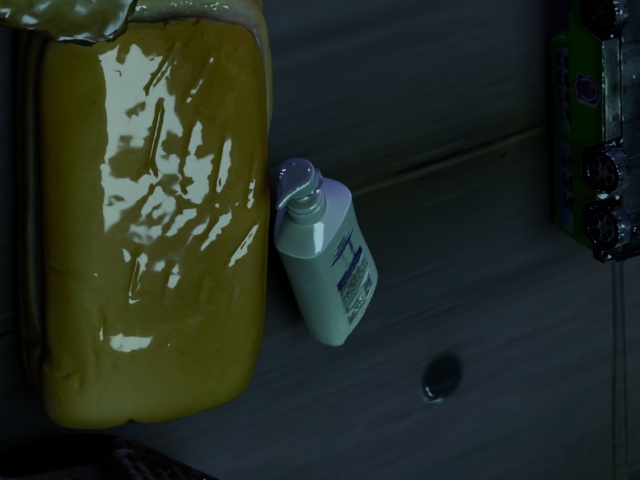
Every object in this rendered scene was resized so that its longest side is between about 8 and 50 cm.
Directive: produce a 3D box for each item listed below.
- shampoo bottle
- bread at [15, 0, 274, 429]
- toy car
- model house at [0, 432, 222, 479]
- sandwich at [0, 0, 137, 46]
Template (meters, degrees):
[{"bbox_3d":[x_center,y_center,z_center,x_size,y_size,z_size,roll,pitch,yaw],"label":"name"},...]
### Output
[{"bbox_3d":[0.000,0.000,0.771,0.049,0.034,0.141,-58,160,-18],"label":"shampoo bottle"},{"bbox_3d":[-0.072,-0.020,0.733,0.116,0.077,0.200,-6,109,-26],"label":"bread"},{"bbox_3d":[0.157,-0.073,0.880,0.071,0.062,0.165,-19,117,-30],"label":"toy car"},{"bbox_3d":[-0.095,0.137,0.733,0.152,0.165,0.106,-10,95,-34],"label":"model house"},{"bbox_3d":[-0.127,-0.246,0.547,0.262,0.131,0.325,15,109,-37],"label":"sandwich"}]
